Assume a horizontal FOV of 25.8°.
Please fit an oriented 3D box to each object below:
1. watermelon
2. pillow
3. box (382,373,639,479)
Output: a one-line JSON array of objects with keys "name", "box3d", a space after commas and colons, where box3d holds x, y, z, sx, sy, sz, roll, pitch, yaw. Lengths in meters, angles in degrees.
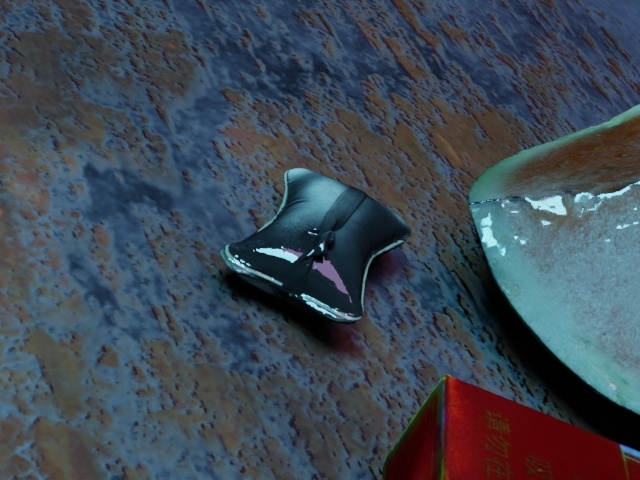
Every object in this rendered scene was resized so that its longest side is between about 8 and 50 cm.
[{"name": "watermelon", "box3d": [0.225, 0.007, 0.961, 0.256, 0.176, 0.260, 36, 12, -5]}, {"name": "pillow", "box3d": [0.000, 0.002, 0.892, 0.091, 0.055, 0.135, 3, 27, 17]}, {"name": "box", "box3d": [0.184, 0.213, 0.729, 0.313, 0.089, 0.197, 23, 34, -11]}]
